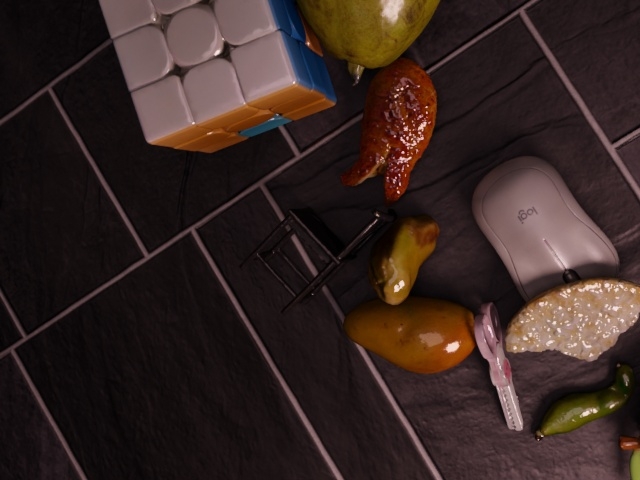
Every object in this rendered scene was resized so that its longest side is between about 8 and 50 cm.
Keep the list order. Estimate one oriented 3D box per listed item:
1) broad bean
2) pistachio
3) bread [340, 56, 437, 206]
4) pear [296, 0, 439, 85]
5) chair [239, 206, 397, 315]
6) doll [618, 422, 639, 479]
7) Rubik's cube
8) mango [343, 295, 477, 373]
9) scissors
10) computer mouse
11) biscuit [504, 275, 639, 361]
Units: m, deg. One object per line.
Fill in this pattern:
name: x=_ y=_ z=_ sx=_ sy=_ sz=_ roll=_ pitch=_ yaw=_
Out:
broad bean: x=0.471 y=0.297 z=1.509 sx=0.213 sy=0.048 sz=0.070 roll=-38 pitch=84 yaw=11
pistachio: x=0.140 y=0.024 z=1.531 sx=0.100 sy=0.110 sz=0.189 roll=37 pitch=68 yaw=-27
bread: x=0.130 y=-0.198 z=1.547 sx=0.139 sy=0.095 sz=0.269 roll=24 pitch=102 yaw=19
pear: x=0.079 y=-0.457 z=1.466 sx=0.287 sy=0.287 sz=0.375 roll=9 pitch=109 yaw=13
chair: x=0.000 y=0.000 z=1.556 sx=0.141 sy=0.154 sz=0.260 roll=46 pitch=103 yaw=7
doll: x=0.603 y=0.328 z=1.409 sx=0.236 sy=0.213 sz=0.213 roll=-22 pitch=87 yaw=25
Rubik's cube: x=-0.171 y=-0.342 z=1.510 sx=0.291 sy=0.292 sz=0.290 roll=-20 pitch=88 yaw=14
mango: x=0.162 y=0.170 z=1.543 sx=0.253 sy=0.113 sz=0.138 roll=4 pitch=88 yaw=18
scissors: x=0.324 y=0.234 z=1.525 sx=0.030 sy=0.118 sz=0.242 roll=-11 pitch=103 yaw=26
computer mouse: x=0.393 y=-0.009 z=1.480 sx=0.184 sy=0.121 sz=0.297 roll=-30 pitch=84 yaw=11
biscuit: x=0.445 y=0.140 z=1.469 sx=0.265 sy=0.040 sz=0.188 roll=-21 pitch=127 yaw=18
